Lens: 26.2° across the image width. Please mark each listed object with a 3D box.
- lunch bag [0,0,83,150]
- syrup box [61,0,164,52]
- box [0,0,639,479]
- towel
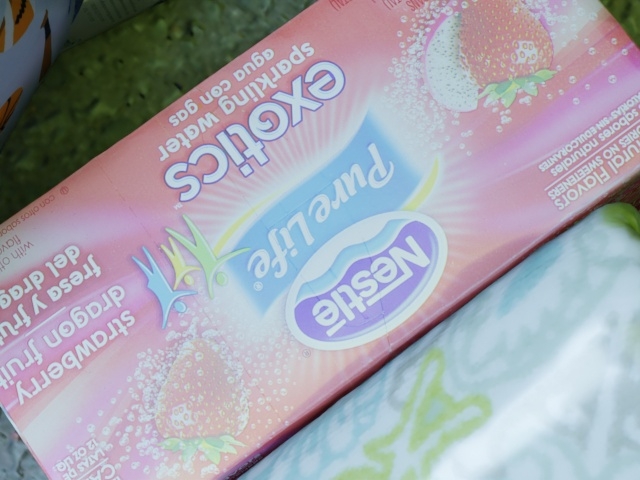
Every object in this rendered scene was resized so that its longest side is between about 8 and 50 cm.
[{"bbox_3d":[-0.213,-0.001,0.530,0.115,0.243,0.303,32,99,-2],"label":"lunch bag"},{"bbox_3d":[-0.065,-0.182,0.667,0.237,0.093,0.096,-27,91,-3],"label":"syrup box"},{"bbox_3d":[0.000,0.000,0.622,0.300,0.154,0.142,-36,77,-5],"label":"box"},{"bbox_3d":[0.105,0.220,0.513,0.320,0.090,0.374,-40,89,21],"label":"towel"}]
